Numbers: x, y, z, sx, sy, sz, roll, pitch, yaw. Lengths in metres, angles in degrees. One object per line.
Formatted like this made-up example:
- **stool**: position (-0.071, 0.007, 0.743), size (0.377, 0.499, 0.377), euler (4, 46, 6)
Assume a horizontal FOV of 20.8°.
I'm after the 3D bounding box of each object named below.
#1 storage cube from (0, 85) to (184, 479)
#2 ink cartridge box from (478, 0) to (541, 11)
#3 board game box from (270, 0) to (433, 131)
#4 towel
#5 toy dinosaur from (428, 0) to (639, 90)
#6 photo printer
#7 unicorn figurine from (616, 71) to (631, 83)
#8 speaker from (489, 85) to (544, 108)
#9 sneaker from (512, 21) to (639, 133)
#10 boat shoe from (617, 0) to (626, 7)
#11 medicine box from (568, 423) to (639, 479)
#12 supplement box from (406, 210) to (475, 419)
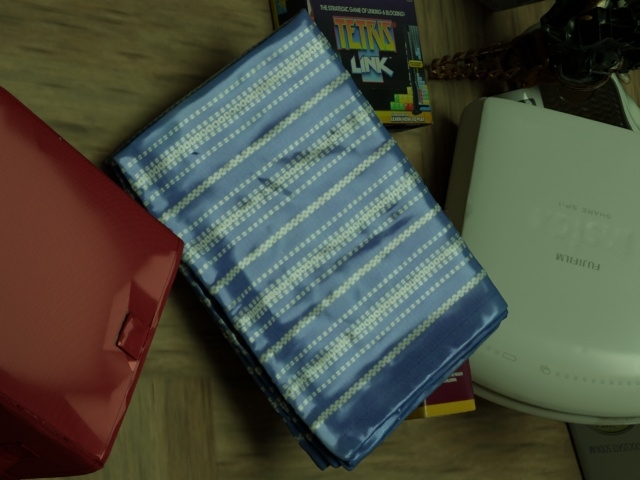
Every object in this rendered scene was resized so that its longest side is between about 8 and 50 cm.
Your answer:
- **storage cube**: position (-0.241, 0.039, 1.188), size (0.193, 0.183, 0.215), euler (43, 52, -34)
- **ink cartridge box**: position (0.210, -0.291, 1.843), size (0.088, 0.122, 0.052), euler (27, 65, -43)
- **board game box**: position (0.032, -0.175, 1.664), size (0.170, 0.048, 0.141), euler (-5, 87, -50)
- **towel**: position (0.000, 0.000, 1.490), size (0.243, 0.040, 0.336), euler (-40, 101, -27)
- **toy dinosaur**: position (0.282, -0.210, 1.779), size (0.164, 0.322, 0.218), euler (52, -7, 18)
- **photo printer**: position (0.240, 0.028, 1.733), size (0.256, 0.107, 0.308), euler (15, 65, -5)
- **unicorn figurine**: position (0.366, -0.249, 2.075), size (0.111, 0.060, 0.162), euler (63, 27, -5)
- **speaker**: position (0.223, -0.096, 1.866), size (0.055, 0.055, 0.136), euler (-19, 96, -50)
- **sneaker**: position (0.307, -0.134, 1.965), size (0.290, 0.106, 0.123), euler (50, 13, -19)
- **boat shoe**: position (0.423, -0.293, 2.018), size (0.127, 0.113, 0.340), euler (56, 29, -19)
- **medicine box**: position (0.416, 0.190, 1.862), size (0.149, 0.263, 0.289), euler (-25, 100, -49)
- **supplement box**: position (0.069, 0.072, 1.607), size (0.081, 0.104, 0.188), euler (-1, 82, -50)
